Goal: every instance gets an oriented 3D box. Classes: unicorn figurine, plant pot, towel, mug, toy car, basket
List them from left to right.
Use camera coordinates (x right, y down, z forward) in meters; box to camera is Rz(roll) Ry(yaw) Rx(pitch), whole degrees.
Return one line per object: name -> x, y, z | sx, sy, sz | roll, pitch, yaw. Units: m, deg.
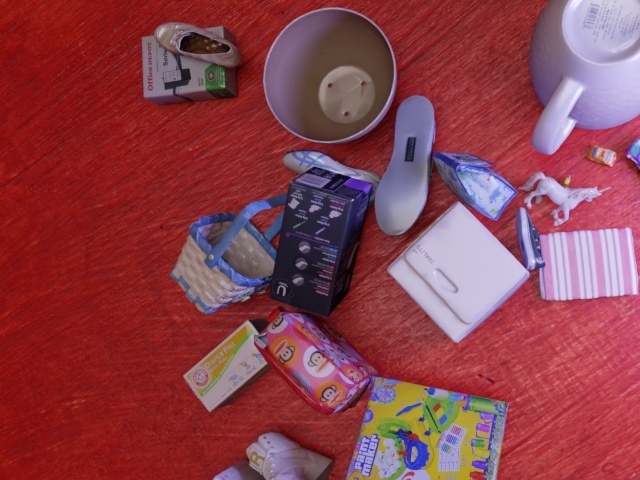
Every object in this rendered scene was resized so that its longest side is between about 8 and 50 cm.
basket -> -0.168, 0.011, 1.876 | 0.201, 0.254, 0.289 | 42, 116, 14
plant pot -> 0.039, -0.337, 1.868 | 0.284, 0.191, 0.284 | -1, 86, 15
unicorn figurine -> 0.503, -0.090, 1.791 | 0.161, 0.060, 0.111 | 25, 131, -3
towel -> 0.559, 0.051, 1.802 | 0.197, 0.029, 0.144 | -5, 83, 13
mug -> 0.524, -0.337, 1.676 | 0.276, 0.328, 0.374 | 31, 95, 14
toy car -> 0.567, -0.149, 1.802 | 0.060, 0.040, 0.122 | 39, 96, 13

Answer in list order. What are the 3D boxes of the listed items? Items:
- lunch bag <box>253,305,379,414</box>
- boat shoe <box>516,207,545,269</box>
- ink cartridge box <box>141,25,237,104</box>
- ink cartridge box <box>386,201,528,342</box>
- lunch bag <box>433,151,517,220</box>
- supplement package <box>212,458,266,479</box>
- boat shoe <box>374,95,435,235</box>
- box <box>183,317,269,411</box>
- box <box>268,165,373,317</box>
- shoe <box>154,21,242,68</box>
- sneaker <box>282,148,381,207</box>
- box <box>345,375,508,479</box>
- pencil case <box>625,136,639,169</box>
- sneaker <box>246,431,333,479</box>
lunch bag -> -0.016, 0.237, 1.798 | 0.258, 0.293, 0.120 | 44, 96, 16
boat shoe -> 0.444, -0.004, 1.814 | 0.040, 0.049, 0.142 | -3, 67, -3
ink cartridge box -> -0.308, -0.407, 2.012 | 0.208, 0.087, 0.153 | -5, 85, 14
ink cartridge box -> 0.287, 0.067, 1.742 | 0.197, 0.270, 0.198 | -44, 78, 8
lunch bag -> 0.313, -0.128, 1.791 | 0.151, 0.129, 0.096 | 32, 96, -22
supplement package -> -0.146, 0.646, 1.853 | 0.262, 0.199, 0.198 | 35, 96, 13
boat shoe -> 0.192, -0.155, 1.865 | 0.113, 0.105, 0.306 | 4, 81, 18
box -> -0.188, 0.279, 1.930 | 0.203, 0.114, 0.103 | -41, 78, 10
box -> 0.000, 0.000, 1.834 | 0.143, 0.165, 0.271 | 17, 110, 14
shoe -> -0.281, -0.448, 1.932 | 0.219, 0.058, 0.077 | 20, 90, 14
sneaker -> 0.018, -0.140, 1.914 | 0.237, 0.085, 0.086 | 20, 77, 14
box -> 0.210, 0.460, 1.715 | 0.279, 0.177, 0.290 | 10, 49, 15
pencil case -> 0.690, -0.141, 1.759 | 0.070, 0.064, 0.152 | -31, 79, -6
sneaker -> -0.101, 0.501, 1.810 | 0.169, 0.292, 0.108 | 25, 104, 17
